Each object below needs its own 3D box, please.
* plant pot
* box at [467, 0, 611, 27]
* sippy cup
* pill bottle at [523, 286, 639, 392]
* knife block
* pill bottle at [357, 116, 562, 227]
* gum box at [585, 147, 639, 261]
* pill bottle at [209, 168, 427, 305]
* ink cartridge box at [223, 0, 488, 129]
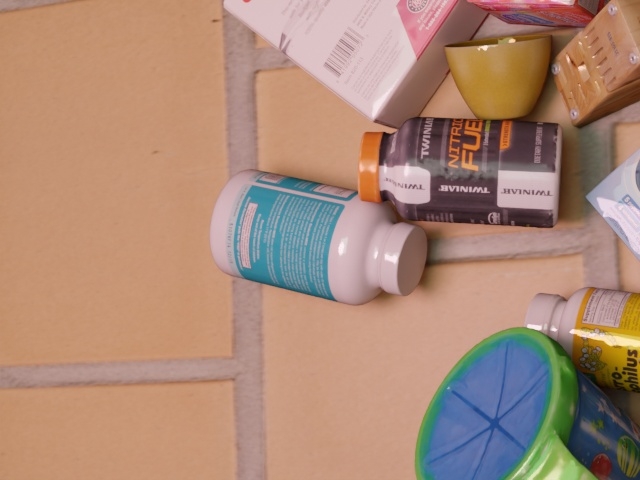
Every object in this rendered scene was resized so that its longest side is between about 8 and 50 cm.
[{"bbox_3d":[0.224,-0.201,1.954,0.134,0.134,0.095,-2,102,26],"label":"plant pot"},{"bbox_3d":[0.283,-0.419,1.919,0.142,0.154,0.300,7,90,26],"label":"box"},{"bbox_3d":[0.266,0.251,1.813,0.240,0.224,0.305,-40,30,33],"label":"sippy cup"},{"bbox_3d":[0.352,0.118,1.864,0.208,0.117,0.118,8,90,26],"label":"pill bottle"},{"bbox_3d":[0.436,-0.245,1.882,0.276,0.242,0.088,130,124,-64],"label":"knife block"},{"bbox_3d":[0.170,-0.085,1.927,0.245,0.130,0.130,3,87,9],"label":"pill bottle"},{"bbox_3d":[0.437,-0.054,1.878,0.184,0.041,0.157,-44,69,17],"label":"gum box"},{"bbox_3d":[0.000,0.000,2.028,0.264,0.146,0.146,13,92,27],"label":"pill bottle"},{"bbox_3d":[0.046,-0.308,2.045,0.283,0.117,0.207,40,103,23],"label":"ink cartridge box"}]
